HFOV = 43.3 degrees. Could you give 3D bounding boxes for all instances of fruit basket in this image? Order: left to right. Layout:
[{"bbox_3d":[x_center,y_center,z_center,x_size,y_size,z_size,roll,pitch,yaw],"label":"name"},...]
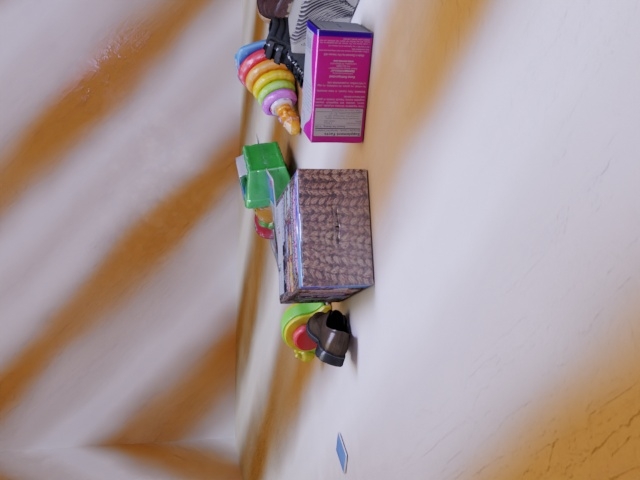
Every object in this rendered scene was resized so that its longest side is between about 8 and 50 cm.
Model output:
[{"bbox_3d":[-0.166,-0.101,2.430,0.327,0.165,0.353,-109,18,-56],"label":"fruit basket"}]

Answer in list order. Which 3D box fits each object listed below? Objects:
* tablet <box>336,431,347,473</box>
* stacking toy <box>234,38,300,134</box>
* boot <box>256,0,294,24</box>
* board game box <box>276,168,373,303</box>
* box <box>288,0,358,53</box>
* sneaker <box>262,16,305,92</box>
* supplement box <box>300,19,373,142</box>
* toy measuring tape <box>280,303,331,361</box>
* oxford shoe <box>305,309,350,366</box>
[{"bbox_3d":[0.047,0.472,1.799,0.083,0.006,0.054,-115,27,-62],"label":"tablet"},{"bbox_3d":[-0.125,-0.421,2.324,0.175,0.165,0.302,92,157,-63],"label":"stacking toy"},{"bbox_3d":[-0.092,-0.668,2.196,0.248,0.090,0.207,64,148,33],"label":"boot"},{"bbox_3d":[0.000,0.000,1.668,0.291,0.141,0.232,138,130,-75],"label":"board game box"},{"bbox_3d":[0.008,-0.498,1.684,0.275,0.113,0.094,120,147,-71],"label":"box"},{"bbox_3d":[-0.063,-0.419,1.942,0.104,0.147,0.296,115,151,-61],"label":"sneaker"},{"bbox_3d":[0.028,-0.311,1.591,0.111,0.114,0.220,-116,29,-63],"label":"supplement box"},{"bbox_3d":[-0.034,0.154,1.915,0.121,0.121,0.330,-110,22,-58],"label":"toy measuring tape"},{"bbox_3d":[0.026,0.191,1.754,0.227,0.082,0.096,-132,61,-72],"label":"oxford shoe"}]
